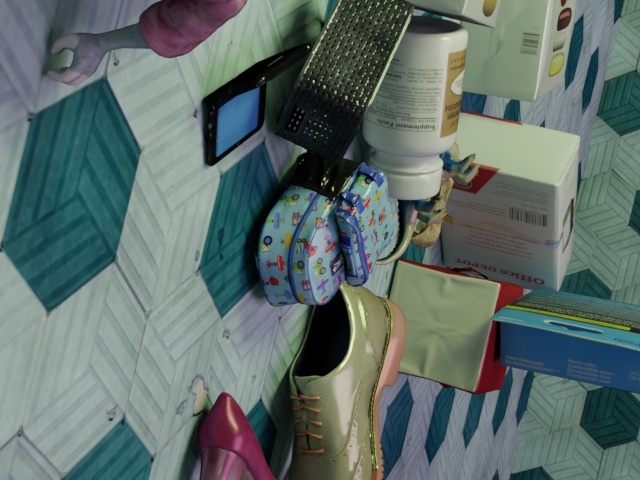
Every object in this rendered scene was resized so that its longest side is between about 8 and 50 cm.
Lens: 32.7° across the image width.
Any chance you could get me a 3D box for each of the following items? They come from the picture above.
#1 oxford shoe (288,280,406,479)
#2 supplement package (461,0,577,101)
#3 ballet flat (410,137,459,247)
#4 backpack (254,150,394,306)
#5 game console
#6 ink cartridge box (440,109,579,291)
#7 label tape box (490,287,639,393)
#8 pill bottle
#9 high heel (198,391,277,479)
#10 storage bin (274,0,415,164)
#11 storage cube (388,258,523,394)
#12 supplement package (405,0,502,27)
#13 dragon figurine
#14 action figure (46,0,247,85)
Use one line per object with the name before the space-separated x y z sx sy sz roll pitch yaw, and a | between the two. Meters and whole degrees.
oxford shoe | -0.001 0.241 1.438 0.146 0.140 0.397 34 59 -44
supplement package | 0.339 -0.358 1.878 0.203 0.149 0.194 -33 133 -59
ballet flat | 0.173 -0.089 1.745 0.067 0.073 0.206 0 99 -53
backpack | 0.000 0.000 1.298 0.173 0.117 0.158 -55 149 -38
game console | -0.062 -0.141 1.123 0.071 0.107 0.122 64 35 -16
ink cartridge box | 0.331 -0.064 1.932 0.131 0.226 0.306 -61 155 -31
label tape box | 0.430 0.169 1.777 0.348 0.249 0.115 -16 114 -66
pill bottle | 0.123 -0.178 1.471 0.131 0.131 0.229 -39 138 -57
high heel | -0.086 0.261 1.312 0.244 0.082 0.117 43 53 -61
storage bin | 0.028 -0.192 1.230 0.180 0.084 0.122 -65 -178 -26
storage cube | 0.219 0.146 1.835 0.193 0.184 0.215 15 89 -68
supplement package | 0.164 -0.364 1.421 0.244 0.134 0.139 -22 128 -70
dragon figurine | 0.134 -0.100 1.609 0.289 0.144 0.085 -55 158 -2
action figure | -0.055 -0.238 0.838 0.370 0.276 0.248 -67 167 -59
